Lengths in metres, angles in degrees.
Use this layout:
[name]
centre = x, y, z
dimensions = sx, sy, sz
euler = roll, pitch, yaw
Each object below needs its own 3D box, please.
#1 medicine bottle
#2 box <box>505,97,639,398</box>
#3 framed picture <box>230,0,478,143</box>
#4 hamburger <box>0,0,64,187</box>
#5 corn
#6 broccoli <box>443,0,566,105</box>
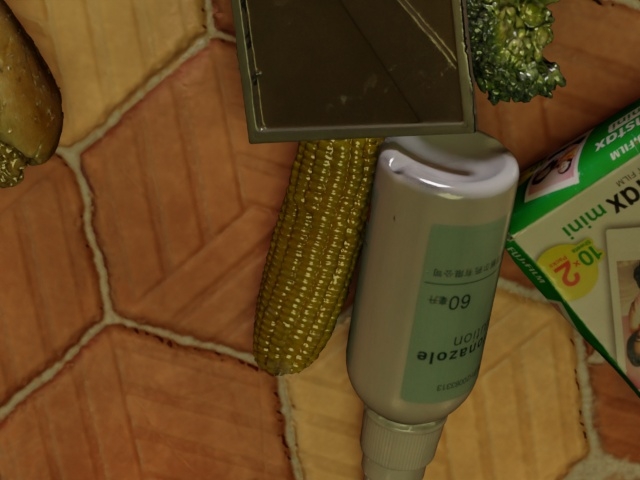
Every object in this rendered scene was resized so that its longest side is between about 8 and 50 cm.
[medicine bottle]
centre = 0.077, 0.079, 1.505
dimensions = 0.110, 0.110, 0.352
euler = 3, 123, -7
[box]
centre = 0.278, 0.015, 1.503
dimensions = 0.180, 0.103, 0.250
euler = -35, 109, 21
[framed picture]
centre = 0.017, -0.196, 1.377
dimensions = 0.184, 0.016, 0.250
euler = -2, 107, 19
[hamburger]
centre = -0.266, -0.112, 1.387
dimensions = 0.131, 0.185, 0.159
euler = -14, 94, 3
[corn]
centre = 0.000, 0.000, 1.502
dimensions = 0.080, 0.080, 0.231
euler = 12, 109, -9
[broccoli]
centre = 0.135, -0.193, 1.433
dimensions = 0.160, 0.167, 0.154
euler = -29, 146, -23
